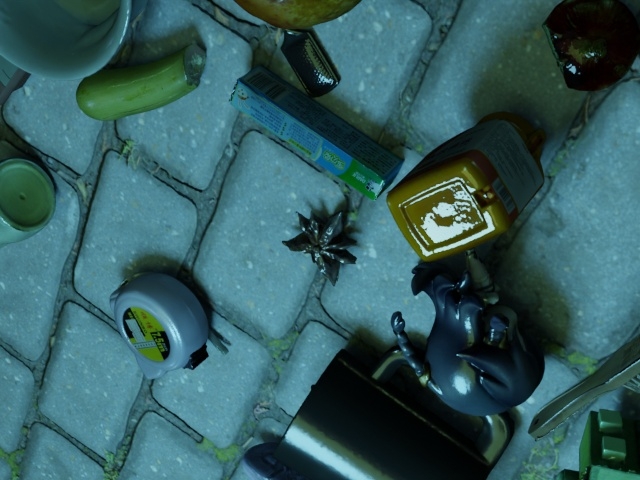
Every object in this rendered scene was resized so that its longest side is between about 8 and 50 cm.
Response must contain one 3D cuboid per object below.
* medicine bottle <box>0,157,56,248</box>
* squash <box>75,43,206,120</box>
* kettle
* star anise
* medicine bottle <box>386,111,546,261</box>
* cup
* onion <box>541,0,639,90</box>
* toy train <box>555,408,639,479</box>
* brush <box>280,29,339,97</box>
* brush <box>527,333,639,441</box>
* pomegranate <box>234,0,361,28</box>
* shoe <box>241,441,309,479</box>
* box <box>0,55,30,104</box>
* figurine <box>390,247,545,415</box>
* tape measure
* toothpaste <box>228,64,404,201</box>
[{"bbox_3d":[-0.568,-0.064,1.960,0.143,0.147,0.147,-19,106,41],"label":"medicine bottle"},{"bbox_3d":[-0.284,-0.243,1.720,0.250,0.083,0.083,-9,112,33],"label":"squash"},{"bbox_3d":[0.119,0.321,1.769,0.308,0.262,0.203,32,165,8],"label":"kettle"},{"bbox_3d":[0.008,-0.005,1.695,0.124,0.056,0.129,40,131,6],"label":"star anise"},{"bbox_3d":[0.201,-0.080,1.418,0.149,0.222,0.112,-24,103,39],"label":"medicine bottle"},{"bbox_3d":[-0.376,-0.424,1.609,0.347,0.163,0.347,15,124,23],"label":"cup"},{"bbox_3d":[0.329,-0.241,1.319,0.118,0.118,0.117,-7,117,35],"label":"onion"},{"bbox_3d":[0.471,0.356,1.542,0.271,0.159,0.188,11,120,8],"label":"toy train"},{"bbox_3d":[-0.042,-0.294,1.576,0.063,0.016,0.193,-23,104,38],"label":"brush"},{"bbox_3d":[0.418,0.212,1.572,0.065,0.070,0.327,37,133,-6],"label":"brush"},{"bbox_3d":[-0.037,-0.409,1.372,0.229,0.271,0.252,-22,139,14],"label":"pomegranate"},{"bbox_3d":[-0.045,0.470,1.994,0.245,0.095,0.138,33,127,3],"label":"shoe"},{"bbox_3d":[-0.547,-0.365,1.804,0.215,0.086,0.215,48,131,-2],"label":"box"},{"bbox_3d":[0.213,0.125,1.579,0.197,0.175,0.265,-34,90,32],"label":"figurine"},{"bbox_3d":[-0.273,0.146,1.939,0.178,0.105,0.196,-7,112,43],"label":"tape measure"},{"bbox_3d":[-0.008,-0.159,1.605,0.266,0.065,0.050,35,130,9],"label":"toothpaste"}]
